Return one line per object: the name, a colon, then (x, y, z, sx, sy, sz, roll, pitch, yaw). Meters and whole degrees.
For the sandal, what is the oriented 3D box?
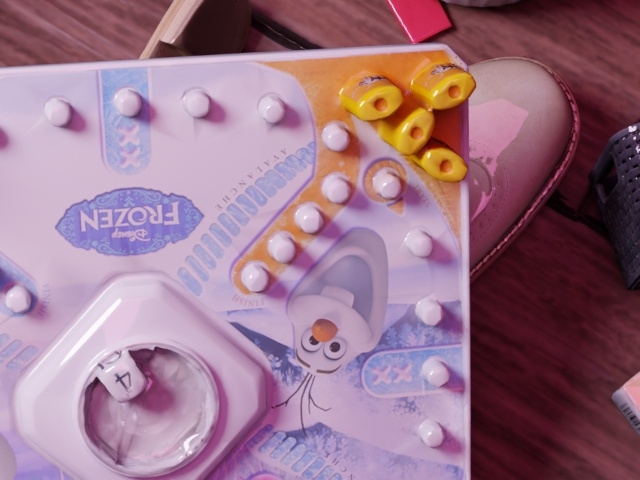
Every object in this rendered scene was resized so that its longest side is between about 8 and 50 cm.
sandal: (-0.140, -0.080, 1.131, 0.079, 0.088, 0.240, 19, 66, 36)

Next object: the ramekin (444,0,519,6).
ramekin: (0.108, -0.255, 1.144, 0.207, 0.109, 0.207, 1, 74, -5)

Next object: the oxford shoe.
oxford shoe: (0.000, 0.000, 1.063, 0.397, 0.146, 0.140, -34, 79, -9)

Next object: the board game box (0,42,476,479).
board game box: (-0.098, 0.095, 0.970, 0.389, 0.050, 0.390, -5, 105, -12)

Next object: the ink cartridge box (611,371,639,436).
ink cartridge box: (0.300, 0.104, 1.098, 0.179, 0.045, 0.145, -36, 80, -7)

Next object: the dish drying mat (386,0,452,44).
dish drying mat: (0.057, -0.174, 1.180, 0.032, 0.008, 0.083, -27, 79, -8)

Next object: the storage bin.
storage bin: (0.274, -0.040, 1.092, 0.180, 0.122, 0.084, -17, 77, -5)
